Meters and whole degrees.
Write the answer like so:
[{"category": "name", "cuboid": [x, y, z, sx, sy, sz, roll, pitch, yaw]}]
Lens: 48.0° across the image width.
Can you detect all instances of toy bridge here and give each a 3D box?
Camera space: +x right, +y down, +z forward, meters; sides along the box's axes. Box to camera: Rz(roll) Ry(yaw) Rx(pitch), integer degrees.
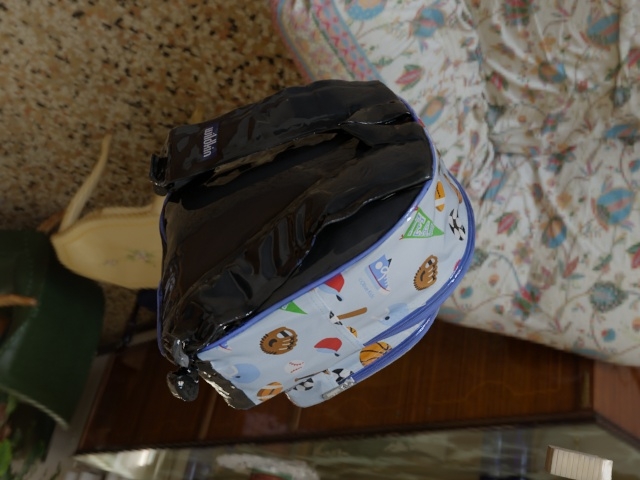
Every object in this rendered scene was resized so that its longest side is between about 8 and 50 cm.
[{"category": "toy bridge", "cuboid": [0.146, 0.216, 0.399, 0.063, 0.188, 0.026, 9, 168, 12]}]

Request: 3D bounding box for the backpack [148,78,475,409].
[{"category": "backpack", "cuboid": [0.000, 0.000, 0.630, 0.263, 0.276, 0.213, -33, 134, 17]}]
